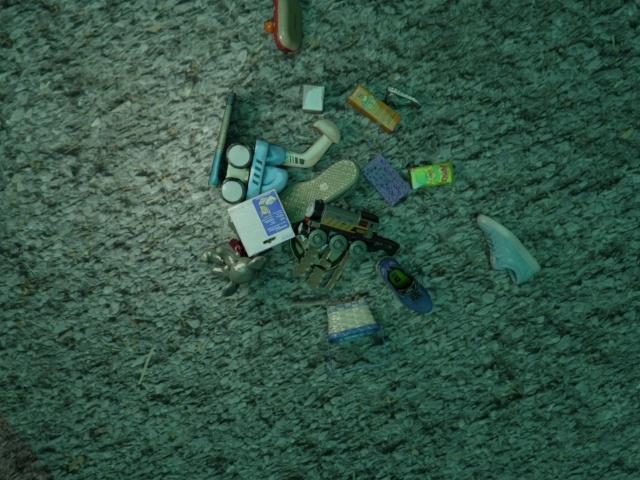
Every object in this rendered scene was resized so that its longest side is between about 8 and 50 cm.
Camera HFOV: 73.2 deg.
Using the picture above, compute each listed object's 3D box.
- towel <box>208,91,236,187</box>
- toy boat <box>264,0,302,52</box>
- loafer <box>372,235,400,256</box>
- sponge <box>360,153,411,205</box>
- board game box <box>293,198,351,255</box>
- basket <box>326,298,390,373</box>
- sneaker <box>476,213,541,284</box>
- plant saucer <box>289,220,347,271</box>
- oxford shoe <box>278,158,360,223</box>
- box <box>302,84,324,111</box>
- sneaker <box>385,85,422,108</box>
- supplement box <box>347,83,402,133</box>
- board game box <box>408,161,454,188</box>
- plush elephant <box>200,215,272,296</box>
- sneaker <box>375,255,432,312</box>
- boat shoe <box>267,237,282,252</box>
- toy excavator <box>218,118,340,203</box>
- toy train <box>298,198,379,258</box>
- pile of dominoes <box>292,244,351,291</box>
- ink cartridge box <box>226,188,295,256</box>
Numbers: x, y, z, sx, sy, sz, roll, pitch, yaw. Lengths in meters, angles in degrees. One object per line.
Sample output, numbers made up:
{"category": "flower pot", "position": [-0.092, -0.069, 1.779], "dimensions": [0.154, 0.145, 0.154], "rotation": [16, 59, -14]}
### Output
{"category": "towel", "position": [-0.400, -0.399, 1.753], "dimensions": [0.040, 0.271, 0.370], "rotation": [13, 96, -17]}
{"category": "toy boat", "position": [-0.166, -0.893, 1.765], "dimensions": [0.151, 0.151, 0.231], "rotation": [5, 98, 29]}
{"category": "loafer", "position": [0.238, 0.015, 1.892], "dimensions": [0.220, 0.080, 0.078], "rotation": [20, 96, -2]}
{"category": "sponge", "position": [0.284, -0.264, 1.882], "dimensions": [0.117, 0.031, 0.210], "rotation": [-42, 96, 5]}
{"category": "board game box", "position": [0.027, -0.048, 1.874], "dimensions": [0.281, 0.027, 0.145], "rotation": [-37, 95, 4]}
{"category": "basket", "position": [0.151, 0.413, 1.868], "dimensions": [0.254, 0.201, 0.289], "rotation": [-11, 66, 2]}
{"category": "sneaker", "position": [0.786, 0.049, 1.867], "dimensions": [0.366, 0.135, 0.150], "rotation": [45, 92, -4]}
{"category": "plant saucer", "position": [0.000, 0.000, 1.913], "dimensions": [0.278, 0.041, 0.278], "rotation": [0, 97, 1]}
{"category": "oxford shoe", "position": [-0.018, -0.193, 1.843], "dimensions": [0.449, 0.130, 0.169], "rotation": [-28, 78, 18]}
{"category": "box", "position": [-0.029, -0.588, 1.806], "dimensions": [0.087, 0.101, 0.102], "rotation": [5, 97, -1]}
{"category": "sneaker", "position": [0.349, -0.590, 1.833], "dimensions": [0.166, 0.065, 0.076], "rotation": [27, 113, 0]}
{"category": "supplement box", "position": [0.227, -0.553, 1.822], "dimensions": [0.233, 0.080, 0.078], "rotation": [36, 94, -2]}
{"category": "board game box", "position": [0.481, -0.282, 1.872], "dimensions": [0.181, 0.043, 0.092], "rotation": [-9, 97, 2]}
{"category": "plush elephant", "position": [-0.348, 0.087, 1.817], "dimensions": [0.272, 0.255, 0.330], "rotation": [-45, 95, 5]}
{"category": "sneaker", "position": [0.373, 0.213, 1.875], "dimensions": [0.330, 0.147, 0.130], "rotation": [43, 96, -17]}
{"category": "boat shoe", "position": [-0.231, -0.049, 1.826], "dimensions": [0.096, 0.098, 0.277], "rotation": [-21, 133, -11]}
{"category": "toy excavator", "position": [-0.172, -0.327, 1.810], "dimensions": [0.445, 0.222, 0.433], "rotation": [11, 99, -14]}
{"category": "toy train", "position": [0.080, -0.051, 1.763], "dimensions": [0.334, 0.142, 0.190], "rotation": [15, 102, -14]}
{"category": "pile of dominoes", "position": [0.013, 0.087, 1.880], "dimensions": [0.196, 0.040, 0.251], "rotation": [30, 94, -18]}
{"category": "ink cartridge box", "position": [-0.232, -0.069, 1.701], "dimensions": [0.206, 0.045, 0.208], "rotation": [-23, 95, -1]}
